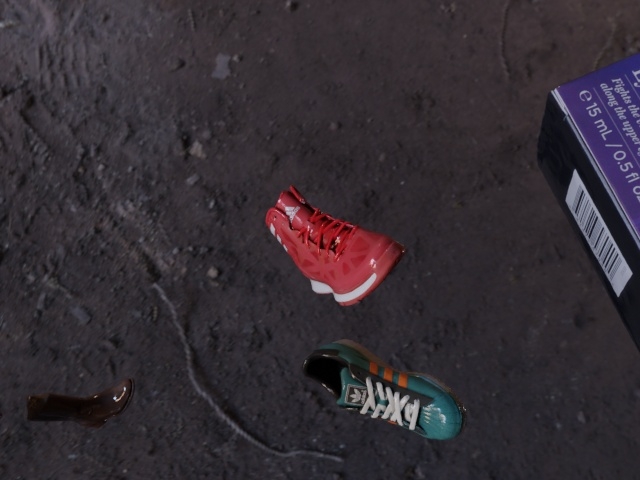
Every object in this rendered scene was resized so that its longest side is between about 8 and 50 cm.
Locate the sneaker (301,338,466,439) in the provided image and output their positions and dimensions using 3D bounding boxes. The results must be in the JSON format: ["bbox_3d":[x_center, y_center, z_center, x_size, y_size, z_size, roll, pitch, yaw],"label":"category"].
[{"bbox_3d":[0.098,0.265,1.443,0.121,0.302,0.108,-11,116,-50],"label":"sneaker"}]

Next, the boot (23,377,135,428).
[{"bbox_3d":[-0.309,0.203,1.080,0.114,0.106,0.037,24,29,-43],"label":"boot"}]

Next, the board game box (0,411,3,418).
[{"bbox_3d":[-0.467,0.262,0.980,0.048,0.141,0.170,49,41,0],"label":"board game box"}]

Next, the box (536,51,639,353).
[{"bbox_3d":[0.253,-0.043,0.484,0.207,0.108,0.153,-24,68,2],"label":"box"}]

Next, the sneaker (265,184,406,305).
[{"bbox_3d":[0.000,0.000,0.947,0.128,0.221,0.087,45,69,-12],"label":"sneaker"}]
